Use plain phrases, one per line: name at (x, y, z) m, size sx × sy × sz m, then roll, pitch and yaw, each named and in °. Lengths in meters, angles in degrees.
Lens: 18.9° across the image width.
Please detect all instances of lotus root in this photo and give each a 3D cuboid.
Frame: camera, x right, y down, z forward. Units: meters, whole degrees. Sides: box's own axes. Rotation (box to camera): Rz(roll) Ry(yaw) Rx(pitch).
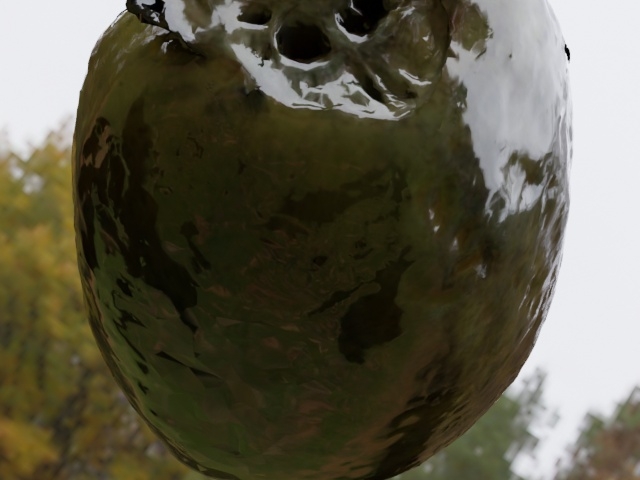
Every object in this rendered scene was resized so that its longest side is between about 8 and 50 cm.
lotus root at (0.000, 0.000, 0.649) m, size 0.160 × 0.152 × 0.275 m, roll 16°, pitch -23°, yaw 8°
